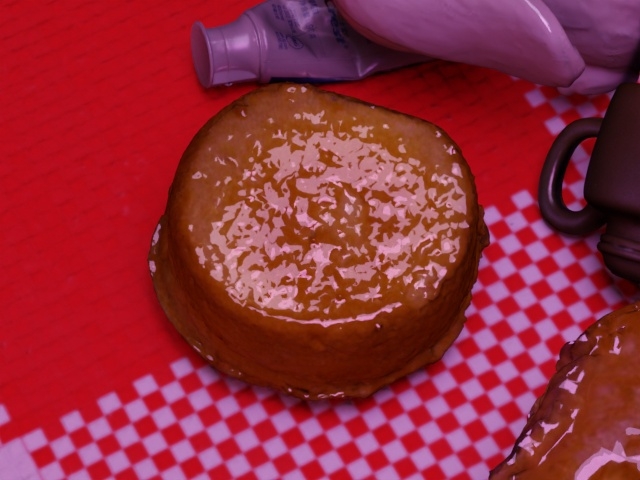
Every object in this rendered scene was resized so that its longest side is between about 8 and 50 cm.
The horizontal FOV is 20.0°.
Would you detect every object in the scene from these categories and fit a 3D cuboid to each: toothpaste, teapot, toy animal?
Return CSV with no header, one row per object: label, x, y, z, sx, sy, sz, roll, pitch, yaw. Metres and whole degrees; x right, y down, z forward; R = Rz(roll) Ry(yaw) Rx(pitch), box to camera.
toothpaste,0.025,-0.178,1.536,0.266,0.061,0.096,-12,60,-15
teapot,0.279,-0.019,1.388,0.268,0.186,0.175,18,91,40
toy animal,0.154,-0.212,1.457,0.289,0.174,0.249,18,17,25

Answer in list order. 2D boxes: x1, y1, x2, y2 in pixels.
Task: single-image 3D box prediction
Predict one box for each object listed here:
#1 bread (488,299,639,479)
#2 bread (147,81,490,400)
bread,0.299,0.209,1.230,0.398,0.215,0.398,0,62,1
bread,0.000,0.000,1.381,0.269,0.145,0.268,0,65,0
